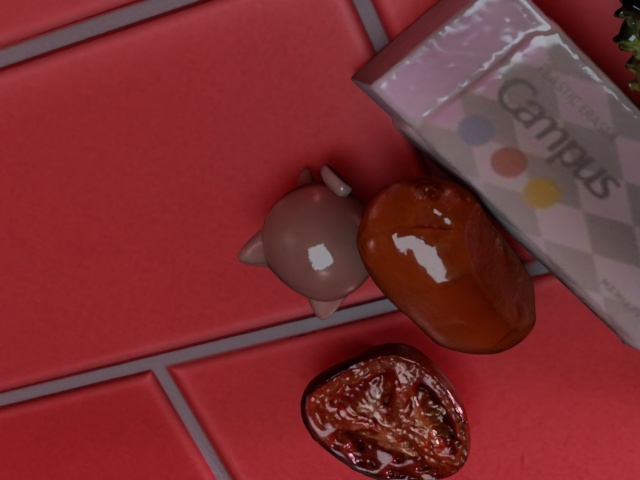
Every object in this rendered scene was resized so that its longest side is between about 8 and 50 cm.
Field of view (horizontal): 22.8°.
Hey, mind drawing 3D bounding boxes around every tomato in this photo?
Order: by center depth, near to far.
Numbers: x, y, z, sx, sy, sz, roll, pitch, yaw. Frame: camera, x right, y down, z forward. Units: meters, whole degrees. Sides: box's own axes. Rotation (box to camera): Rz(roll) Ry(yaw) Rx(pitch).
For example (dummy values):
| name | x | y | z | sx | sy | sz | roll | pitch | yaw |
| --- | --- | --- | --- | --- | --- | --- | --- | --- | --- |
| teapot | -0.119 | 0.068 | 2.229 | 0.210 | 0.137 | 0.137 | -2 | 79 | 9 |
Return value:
| name | x | y | z | sx | sy | sz | roll | pitch | yaw |
| --- | --- | --- | --- | --- | --- | --- | --- | --- | --- |
| tomato | 0.079 | 0.185 | 1.723 | 0.166 | 0.082 | 0.174 | -28 | 110 | 23 |

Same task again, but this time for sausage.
| name | x | y | z | sx | sy | sz | roll | pitch | yaw |
| --- | --- | --- | --- | --- | --- | --- | --- | --- | --- |
| sausage | 0.124 | 0.028 | 1.556 | 0.133 | 0.133 | 0.258 | -18 | 143 | 23 |

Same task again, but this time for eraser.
| name | x | y | z | sx | sy | sz | roll | pitch | yaw |
| --- | --- | --- | --- | --- | --- | --- | --- | --- | --- |
| eraser | 0.234 | -0.069 | 1.513 | 0.397 | 0.082 | 0.213 | 41 | 121 | -17 |

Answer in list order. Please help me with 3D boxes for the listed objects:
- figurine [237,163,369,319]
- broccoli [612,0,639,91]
| name | x | y | z | sx | sy | sz | roll | pitch | yaw |
| --- | --- | --- | --- | --- | --- | --- | --- | --- | --- |
| figurine | 0.000 | 0.000 | 1.596 | 0.125 | 0.125 | 0.138 | 35 | 108 | -13 |
| broccoli | 0.365 | -0.134 | 1.341 | 0.247 | 0.243 | 0.263 | 10 | 132 | -12 |
